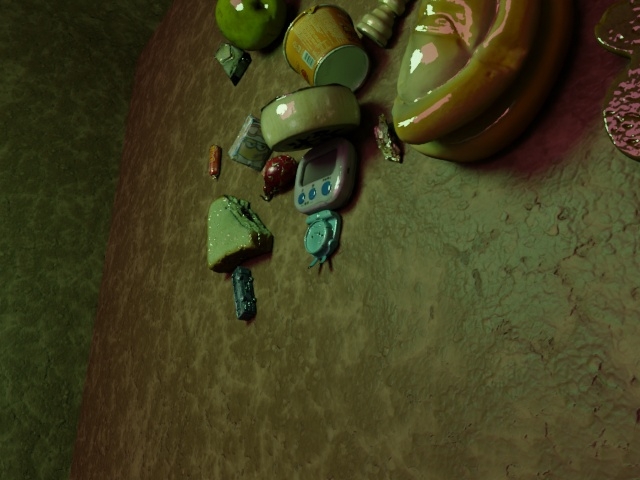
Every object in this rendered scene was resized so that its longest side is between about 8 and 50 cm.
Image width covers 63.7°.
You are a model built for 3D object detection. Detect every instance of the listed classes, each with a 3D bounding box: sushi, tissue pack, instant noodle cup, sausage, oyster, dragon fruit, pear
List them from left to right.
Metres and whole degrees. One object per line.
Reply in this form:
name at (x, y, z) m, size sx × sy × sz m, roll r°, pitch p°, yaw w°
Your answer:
sausage at (-0.414, -0.302, 2.010) m, size 0.050 × 0.048 × 0.146 m, roll -7°, pitch 66°, yaw 11°
sushi at (-0.386, -0.769, 2.126) m, size 0.134 × 0.109 × 0.273 m, roll -51°, pitch 40°, yaw 25°
pear at (-0.252, -0.819, 1.861) m, size 0.253 × 0.252 × 0.307 m, roll -65°, pitch 28°, yaw 8°
tissue pack at (-0.217, -0.318, 1.692) m, size 0.155 × 0.115 × 0.065 m, roll -57°, pitch 35°, yaw 21°
dragon fruit at (-0.142, -0.184, 1.560) m, size 0.190 × 0.094 × 0.094 m, roll -47°, pitch 42°, yaw 37°
instant noodle cup at (0.027, -0.491, 1.380) m, size 0.216 × 0.215 × 0.172 m, roll -49°, pitch 50°, yaw 28°
oyster at (0.159, -0.237, 1.224) m, size 0.086 × 0.029 × 0.132 m, roll 144°, pitch 115°, yaw -75°

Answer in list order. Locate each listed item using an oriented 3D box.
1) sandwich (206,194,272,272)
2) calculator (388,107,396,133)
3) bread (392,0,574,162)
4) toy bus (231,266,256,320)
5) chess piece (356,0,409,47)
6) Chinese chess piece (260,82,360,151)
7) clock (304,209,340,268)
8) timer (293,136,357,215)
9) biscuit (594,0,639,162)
sandwich at (-0.263, -0.046, 1.644) m, size 0.288 × 0.099 × 0.255 m, roll -23°, pitch 58°, yaw 47°
calculator at (0.209, -0.313, 1.201) m, size 0.153 × 0.021 × 0.095 m, roll -49°, pitch 41°, yaw 27°
bread at (0.264, -0.366, 0.960) m, size 0.329 × 0.245 × 0.424 m, roll 30°, pitch 103°, yaw 54°
toy bus at (-0.233, 0.160, 1.559) m, size 0.065 × 0.047 × 0.166 m, roll -48°, pitch 42°, yaw 35°
chess piece at (0.178, -0.592, 1.324) m, size 0.171 × 0.094 × 0.094 m, roll -52°, pitch 39°, yaw 12°
Chinese chess piece at (-0.025, -0.307, 1.313) m, size 0.257 × 0.257 × 0.104 m, roll -14°, pitch 91°, yaw 50°
clock at (0.001, 0.000, 1.319) m, size 0.108 × 0.045 × 0.147 m, roll -17°, pitch 62°, yaw 50°
timer at (0.012, -0.166, 1.357) m, size 0.208 × 0.069 × 0.191 m, roll -15°, pitch 63°, yaw 51°
biscuit at (0.543, -0.307, 0.716) m, size 0.283 × 0.064 × 0.433 m, roll 29°, pitch 100°, yaw 45°
